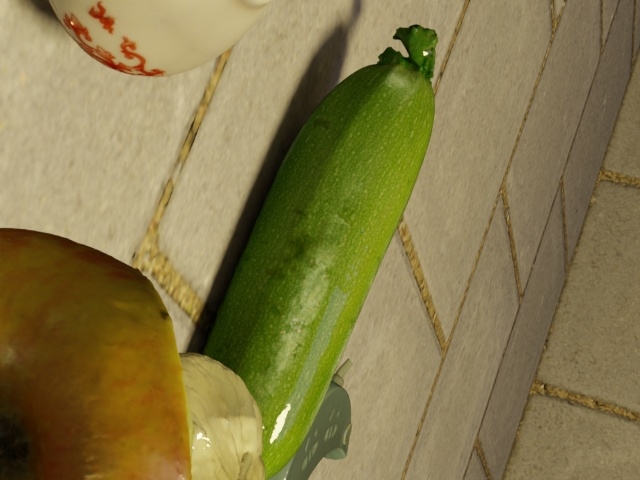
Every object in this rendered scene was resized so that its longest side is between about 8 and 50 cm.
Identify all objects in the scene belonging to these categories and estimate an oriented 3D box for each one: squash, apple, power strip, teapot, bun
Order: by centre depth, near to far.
[{"bbox_3d":[-0.125,0.094,0.532,0.173,0.160,0.195,87,-2,-77],"label":"apple"},{"bbox_3d":[-0.073,-0.158,0.605,0.159,0.116,0.245,-61,155,-6],"label":"teapot"},{"bbox_3d":[-0.090,0.147,0.777,0.188,0.111,0.164,37,67,-68],"label":"bun"},{"bbox_3d":[0.000,0.000,0.952,0.378,0.101,0.101,-64,161,-18],"label":"squash"},{"bbox_3d":[-0.018,0.180,1.143,0.216,0.044,0.137,-52,151,-50],"label":"power strip"}]
